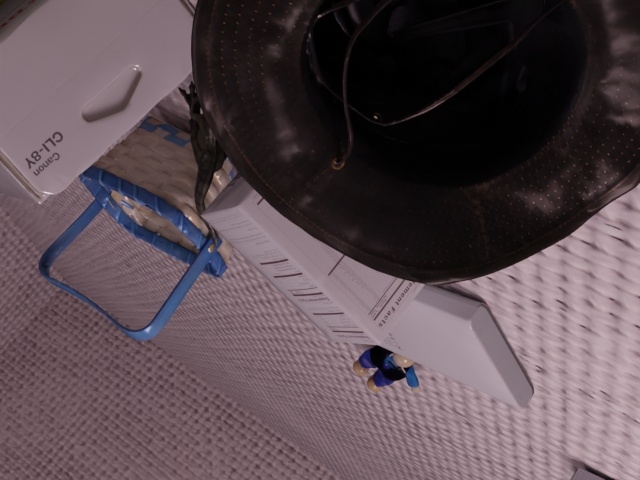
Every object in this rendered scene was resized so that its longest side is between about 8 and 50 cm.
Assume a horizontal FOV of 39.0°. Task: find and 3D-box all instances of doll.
[{"bbox_3d":[0.117,0.206,1.501,0.129,0.046,0.189,48,155,5],"label":"doll"}]

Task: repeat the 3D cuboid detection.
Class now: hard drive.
[{"bbox_3d":[0.137,0.118,1.274,0.307,0.040,0.203,19,152,47],"label":"hard drive"}]

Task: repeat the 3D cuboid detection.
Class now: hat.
[{"bbox_3d":[0.077,-0.133,0.621,0.331,0.331,0.134,52,-163,-31],"label":"hat"}]

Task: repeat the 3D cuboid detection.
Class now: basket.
[{"bbox_3d":[-0.243,-0.017,1.302,0.255,0.289,0.201,28,158,33],"label":"basket"}]

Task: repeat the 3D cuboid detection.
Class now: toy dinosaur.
[{"bbox_3d":[-0.142,-0.124,1.152,0.268,0.064,0.118,105,154,-47],"label":"toy dinosaur"}]

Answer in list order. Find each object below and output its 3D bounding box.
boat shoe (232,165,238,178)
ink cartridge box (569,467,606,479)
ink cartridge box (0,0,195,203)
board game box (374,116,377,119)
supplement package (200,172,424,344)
[{"bbox_3d":[-0.035,-0.033,1.218,0.228,0.080,0.076,38,161,-19],"label":"boat shoe"},{"bbox_3d":[0.488,0.443,1.332,0.224,0.045,0.223,23,155,39],"label":"ink cartridge box"},{"bbox_3d":[-0.346,-0.208,1.090,0.384,0.279,0.160,12,145,53],"label":"ink cartridge box"},{"bbox_3d":[0.050,-0.150,0.829,0.208,0.056,0.347,19,152,37],"label":"board game box"},{"bbox_3d":[0.000,0.000,1.112,0.244,0.139,0.134,46,159,-16],"label":"supplement package"}]
